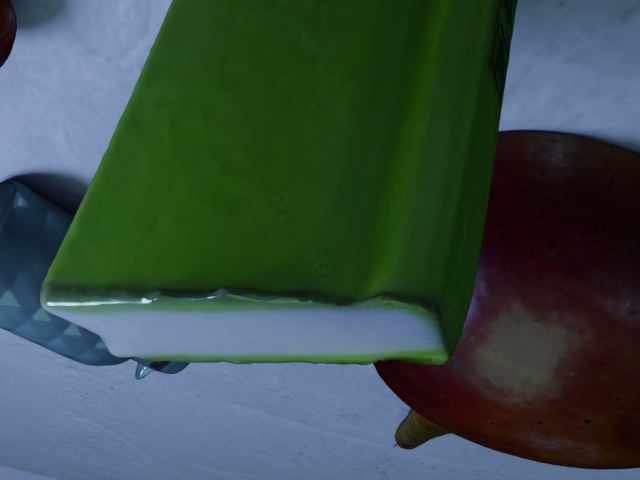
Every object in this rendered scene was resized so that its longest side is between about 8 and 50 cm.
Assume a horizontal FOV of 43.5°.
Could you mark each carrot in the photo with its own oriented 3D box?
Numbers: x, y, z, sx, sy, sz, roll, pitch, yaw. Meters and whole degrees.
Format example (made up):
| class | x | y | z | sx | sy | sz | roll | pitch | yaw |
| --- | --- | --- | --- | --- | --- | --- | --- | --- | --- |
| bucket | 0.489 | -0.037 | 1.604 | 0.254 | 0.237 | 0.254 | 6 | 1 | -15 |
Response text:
| class | x | y | z | sx | sy | sz | roll | pitch | yaw |
| --- | --- | --- | --- | --- | --- | --- | --- | --- | --- |
| carrot | 0.147 | 0.256 | 1.135 | 0.078 | 0.078 | 0.298 | 15 | 153 | -4 |

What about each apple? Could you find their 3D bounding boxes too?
| class | x | y | z | sx | sy | sz | roll | pitch | yaw |
| --- | --- | --- | --- | --- | --- | --- | --- | --- | --- |
| apple | 0.214 | 0.067 | 0.739 | 0.364 | 0.295 | 0.329 | 22 | -173 | -12 |

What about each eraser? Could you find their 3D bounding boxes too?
| class | x | y | z | sx | sy | sz | roll | pitch | yaw |
| --- | --- | --- | --- | --- | --- | --- | --- | --- | --- |
| eraser | -0.007 | -0.064 | 0.448 | 0.209 | 0.274 | 0.092 | -1 | 146 | 22 |

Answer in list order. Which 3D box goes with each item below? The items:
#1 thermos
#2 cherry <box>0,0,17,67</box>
| class | x | y | z | sx | sy | sz | roll | pitch | yaw |
| --- | --- | --- | --- | --- | --- | --- | --- | --- | --- |
| thermos | -0.248 | 0.049 | 0.884 | 0.286 | 0.145 | 0.182 | 32 | 112 | -33 |
| cherry | -0.250 | -0.170 | 0.547 | 0.107 | 0.090 | 0.225 | 35 | 144 | -28 |
